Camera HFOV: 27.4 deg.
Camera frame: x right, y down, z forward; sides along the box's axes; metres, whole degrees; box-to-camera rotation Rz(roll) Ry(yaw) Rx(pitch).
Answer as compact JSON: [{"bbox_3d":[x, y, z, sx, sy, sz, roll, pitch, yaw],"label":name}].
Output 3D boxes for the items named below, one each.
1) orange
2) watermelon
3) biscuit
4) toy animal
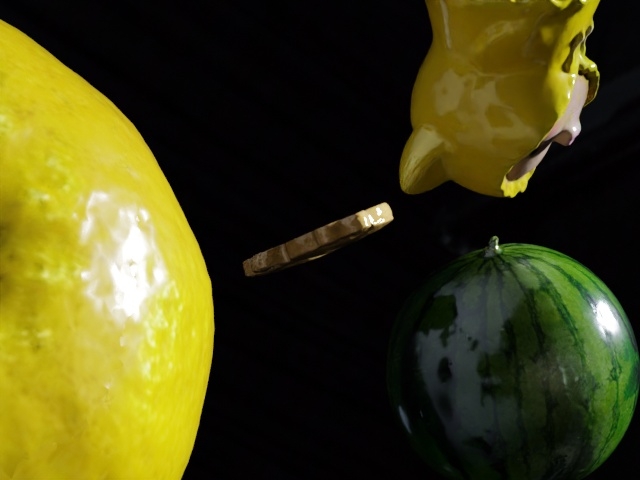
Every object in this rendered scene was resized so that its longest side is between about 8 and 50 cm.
[{"bbox_3d":[-0.183,0.037,0.508,0.235,0.279,0.279,-40,-154,52],"label":"orange"},{"bbox_3d":[0.182,0.123,1.254,0.242,0.242,0.242,-47,-157,27],"label":"watermelon"},{"bbox_3d":[0.002,0.001,1.237,0.133,0.027,0.184,-19,178,-45],"label":"biscuit"},{"bbox_3d":[0.123,-0.141,0.899,0.156,0.156,0.230,-93,-169,-58],"label":"toy animal"}]
